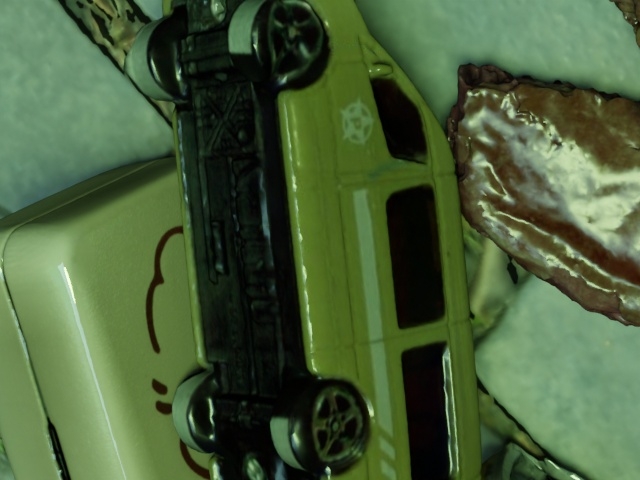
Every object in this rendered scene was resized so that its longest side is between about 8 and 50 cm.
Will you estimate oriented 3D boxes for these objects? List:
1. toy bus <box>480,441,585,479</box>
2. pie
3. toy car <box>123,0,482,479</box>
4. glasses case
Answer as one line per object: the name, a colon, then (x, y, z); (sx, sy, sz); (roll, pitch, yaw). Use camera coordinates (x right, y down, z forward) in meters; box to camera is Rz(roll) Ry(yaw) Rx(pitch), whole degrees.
toy bus: (0.176, 0.250, 0.709); (0.138, 0.097, 0.342); (-43, 90, 13)
pie: (0.161, -0.058, 0.653); (0.204, 0.054, 0.219); (22, 113, 12)
toy car: (0.000, 0.000, 0.674); (0.101, 0.124, 0.257); (-2, 94, 51)
glasses case: (-0.064, 0.135, 0.741); (0.076, 0.144, 0.336); (-6, 107, 35)
